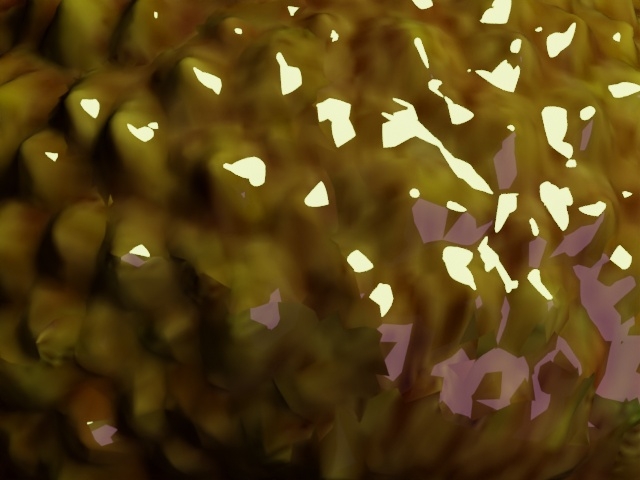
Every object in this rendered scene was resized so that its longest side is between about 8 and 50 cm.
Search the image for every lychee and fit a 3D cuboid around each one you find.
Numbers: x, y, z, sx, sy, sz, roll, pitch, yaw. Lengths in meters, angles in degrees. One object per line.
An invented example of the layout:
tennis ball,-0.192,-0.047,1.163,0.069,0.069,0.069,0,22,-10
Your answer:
lychee,0.000,0.000,0.514,0.267,0.267,0.267,-15,108,-53
